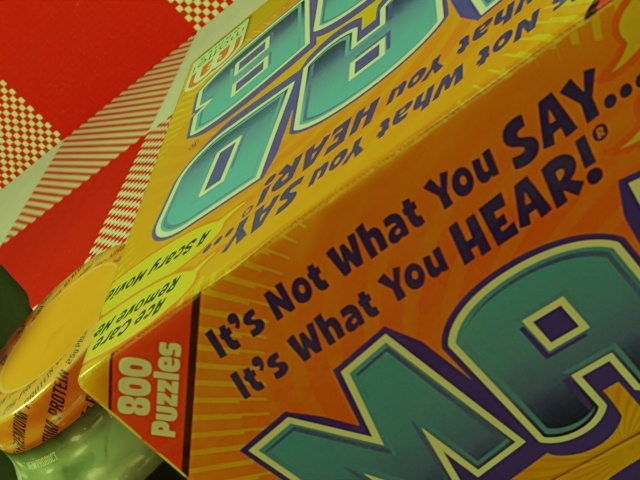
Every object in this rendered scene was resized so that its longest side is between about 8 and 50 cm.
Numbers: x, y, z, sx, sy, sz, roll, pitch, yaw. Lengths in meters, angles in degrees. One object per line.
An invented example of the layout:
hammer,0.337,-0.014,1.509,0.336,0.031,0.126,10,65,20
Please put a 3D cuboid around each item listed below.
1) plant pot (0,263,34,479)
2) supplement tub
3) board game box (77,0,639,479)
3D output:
plant pot,-0.279,0.207,0.918,0.341,0.334,0.341,-35,25,19
supplement tub,-0.067,0.160,0.785,0.193,0.316,0.193,-37,23,19
board game box,0.147,-0.006,0.655,0.356,0.356,0.356,-35,24,22
